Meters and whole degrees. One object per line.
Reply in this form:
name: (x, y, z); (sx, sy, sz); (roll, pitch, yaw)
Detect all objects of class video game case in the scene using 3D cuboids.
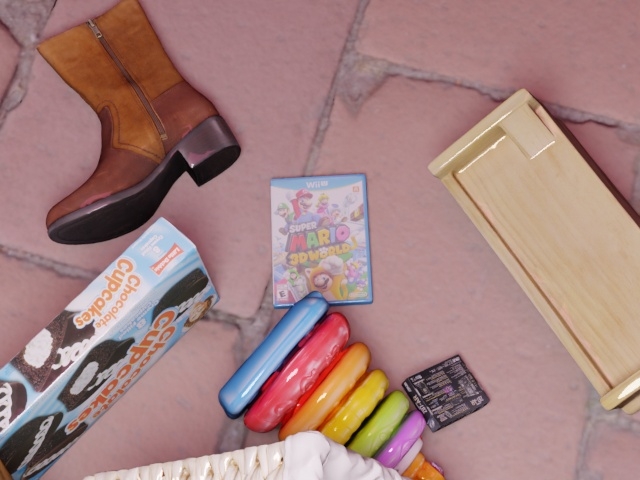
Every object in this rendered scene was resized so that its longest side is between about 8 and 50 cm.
video game case: (0.000, 0.000, 1.412); (0.119, 0.015, 0.166); (-3, 69, 3)

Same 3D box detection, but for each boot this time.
boot: (-0.278, -0.156, 1.446); (0.264, 0.096, 0.280); (-34, 70, -9)

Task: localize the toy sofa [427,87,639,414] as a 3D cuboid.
toy sofa: (0.298, 0.013, 1.336); (0.150, 0.177, 0.362); (-40, 70, 15)

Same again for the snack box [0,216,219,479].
snack box: (-0.255, 0.132, 1.287); (0.060, 0.187, 0.322); (41, 77, 16)

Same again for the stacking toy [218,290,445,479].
stacking toy: (0.049, 0.210, 1.272); (0.302, 0.175, 0.165); (40, 78, 5)

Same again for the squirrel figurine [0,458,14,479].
squirrel figurine: (-0.396, 0.452, 1.138); (0.371, 0.281, 0.397); (-23, 67, 2)

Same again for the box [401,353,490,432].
box: (0.142, 0.172, 1.316); (0.083, 0.018, 0.067); (-20, 67, -36)

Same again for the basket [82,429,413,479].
basket: (-0.041, 0.381, 1.073); (0.267, 0.331, 0.328); (-11, 61, 28)
